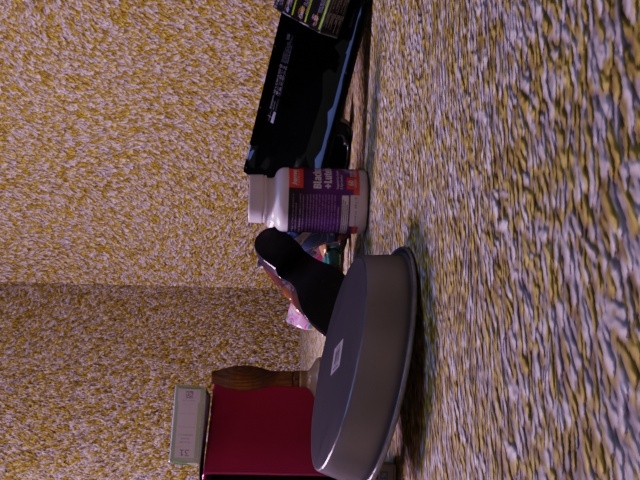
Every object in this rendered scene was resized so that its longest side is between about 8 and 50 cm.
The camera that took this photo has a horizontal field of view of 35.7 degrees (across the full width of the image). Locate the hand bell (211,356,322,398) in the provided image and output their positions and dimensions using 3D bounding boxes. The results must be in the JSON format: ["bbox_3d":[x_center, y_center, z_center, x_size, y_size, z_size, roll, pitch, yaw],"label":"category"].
[{"bbox_3d":[-0.046,0.211,1.526,0.126,0.242,0.126,-178,90,-87],"label":"hand bell"}]

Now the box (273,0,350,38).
[{"bbox_3d":[0.002,-0.463,1.698,0.184,0.045,0.190,39,115,49],"label":"box"}]

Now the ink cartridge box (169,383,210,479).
[{"bbox_3d":[-0.210,0.355,1.582,0.171,0.056,0.235,108,166,-76],"label":"ink cartridge box"}]

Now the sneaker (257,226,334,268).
[{"bbox_3d":[-0.051,0.012,1.811,0.211,0.081,0.080,-28,47,57],"label":"sneaker"}]

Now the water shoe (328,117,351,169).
[{"bbox_3d":[0.019,-0.155,2.009,0.203,0.073,0.080,96,177,-46],"label":"water shoe"}]

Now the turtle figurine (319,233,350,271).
[{"bbox_3d":[0.000,0.000,1.934,0.175,0.118,0.234,3,-104,-87],"label":"turtle figurine"}]

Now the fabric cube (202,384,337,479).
[{"bbox_3d":[-0.066,0.401,1.663,0.258,0.254,0.259,-97,9,-61],"label":"fabric cube"}]

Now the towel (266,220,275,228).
[{"bbox_3d":[-0.034,-0.232,2.232,0.317,0.053,0.331,-51,-28,-53],"label":"towel"}]

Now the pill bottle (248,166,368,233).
[{"bbox_3d":[-0.021,-0.066,1.636,0.108,0.193,0.108,-179,90,-86],"label":"pill bottle"}]

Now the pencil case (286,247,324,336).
[{"bbox_3d":[-0.010,0.054,2.101,0.124,0.124,0.284,-102,13,-76],"label":"pencil case"}]

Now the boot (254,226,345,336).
[{"bbox_3d":[0.003,0.127,1.723,0.096,0.264,0.280,-47,-28,-13],"label":"boot"}]

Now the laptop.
[{"bbox_3d":[0.019,-0.283,1.893,0.408,0.236,0.382,33,113,52],"label":"laptop"}]

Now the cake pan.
[{"bbox_3d":[0.044,0.145,1.152,0.293,0.054,0.293,-167,90,-83],"label":"cake pan"}]

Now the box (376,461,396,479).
[{"bbox_3d":[0.056,0.447,1.267,0.232,0.058,0.322,106,167,-77],"label":"box"}]
